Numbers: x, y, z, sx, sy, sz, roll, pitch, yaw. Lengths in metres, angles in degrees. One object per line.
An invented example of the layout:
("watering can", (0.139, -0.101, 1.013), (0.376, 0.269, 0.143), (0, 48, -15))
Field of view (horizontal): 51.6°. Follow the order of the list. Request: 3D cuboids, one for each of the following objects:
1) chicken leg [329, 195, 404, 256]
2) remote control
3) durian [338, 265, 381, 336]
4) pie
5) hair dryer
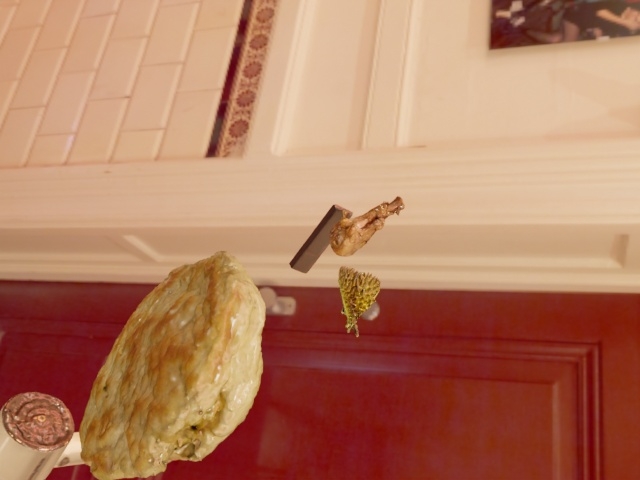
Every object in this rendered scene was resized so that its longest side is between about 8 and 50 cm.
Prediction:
("chicken leg", (0.109, -0.044, 1.579), (0.085, 0.207, 0.101), (54, -2, 44))
("remote control", (0.000, 0.000, 1.726), (0.245, 0.063, 0.025), (-53, -153, 35))
("durian", (0.072, 0.112, 1.330), (0.215, 0.086, 0.100), (-82, -179, -72))
("pie", (-0.130, 0.117, 0.585), (0.090, 0.248, 0.201), (31, 63, -27))
("hair dryer", (-0.450, 0.388, 1.231), (0.362, 0.128, 0.203), (13, 120, -50))
